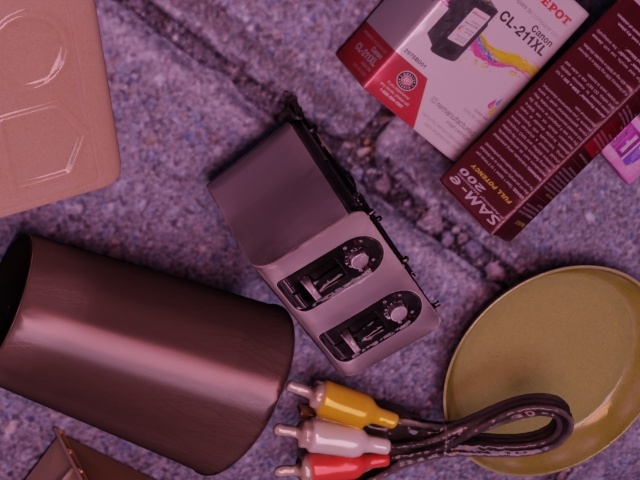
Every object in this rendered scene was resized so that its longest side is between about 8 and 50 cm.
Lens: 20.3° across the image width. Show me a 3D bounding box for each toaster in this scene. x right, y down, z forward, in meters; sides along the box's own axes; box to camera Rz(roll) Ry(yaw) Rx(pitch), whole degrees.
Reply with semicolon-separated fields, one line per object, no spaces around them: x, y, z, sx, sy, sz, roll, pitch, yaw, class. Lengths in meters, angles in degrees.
0.000;0.000;1.530;0.110;0.186;0.168;-34;132;2;toaster

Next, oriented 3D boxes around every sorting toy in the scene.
-0.267;-0.107;1.432;0.208;0.038;0.193;-21;124;-23;sorting toy

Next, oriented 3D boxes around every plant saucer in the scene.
0.226;0.123;1.760;0.241;0.037;0.241;-10;120;-17;plant saucer

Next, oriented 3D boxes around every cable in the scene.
0.095;0.199;1.697;0.287;0.072;0.139;7;119;-4;cable

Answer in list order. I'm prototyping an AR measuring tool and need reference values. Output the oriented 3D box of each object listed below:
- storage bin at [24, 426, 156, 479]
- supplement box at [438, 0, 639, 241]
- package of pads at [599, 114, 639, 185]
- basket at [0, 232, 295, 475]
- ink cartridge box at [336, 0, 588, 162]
-0.139;0.322;1.595;0.262;0.260;0.123;32;98;-32;storage bin
0.218;-0.108;1.570;0.239;0.130;0.073;-46;79;6;supplement box
0.281;-0.095;1.664;0.050;0.032;0.083;-44;124;2;package of pads
-0.169;0.092;1.518;0.227;0.204;0.154;22;63;-21;basket
0.122;-0.177;1.532;0.127;0.072;0.175;36;101;-32;ink cartridge box
